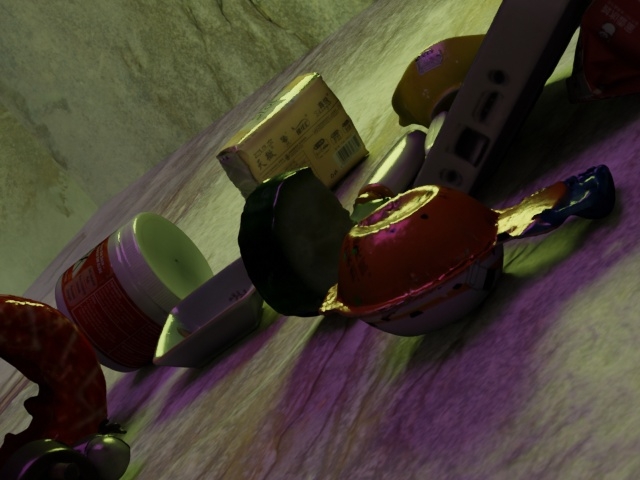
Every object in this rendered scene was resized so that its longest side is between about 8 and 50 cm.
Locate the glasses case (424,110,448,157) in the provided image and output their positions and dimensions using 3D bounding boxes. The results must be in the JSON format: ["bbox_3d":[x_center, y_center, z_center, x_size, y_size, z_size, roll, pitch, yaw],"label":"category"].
[{"bbox_3d":[0.174,-0.128,1.970,0.041,0.063,0.164,-34,15,21],"label":"glasses case"}]

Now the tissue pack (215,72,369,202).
[{"bbox_3d":[-0.045,-0.143,2.393,0.222,0.186,0.090,-46,26,-22],"label":"tissue pack"}]

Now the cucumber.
[{"bbox_3d":[-0.006,0.007,1.804,0.191,0.191,0.130,-48,14,-28],"label":"cucumber"}]

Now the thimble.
[{"bbox_3d":[-0.483,0.242,2.084,0.350,0.350,0.230,-44,15,-10],"label":"thimble"}]

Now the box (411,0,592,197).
[{"bbox_3d":[0.256,-0.242,1.781,0.373,0.090,0.367,-56,-8,-46],"label":"box"}]

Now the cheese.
[{"bbox_3d":[0.144,0.003,1.487,0.329,0.129,0.217,-24,15,19],"label":"cheese"}]

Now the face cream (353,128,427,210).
[{"bbox_3d":[0.105,-0.095,2.088,0.072,0.051,0.182,-23,23,44],"label":"face cream"}]

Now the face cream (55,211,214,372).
[{"bbox_3d":[-0.295,0.085,2.327,0.187,0.201,0.201,-37,13,20],"label":"face cream"}]

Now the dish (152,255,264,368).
[{"bbox_3d":[-0.131,0.100,2.087,0.234,0.064,0.154,-37,19,23],"label":"dish"}]

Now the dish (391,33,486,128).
[{"bbox_3d":[0.190,-0.205,2.065,0.208,0.149,0.080,-44,40,32],"label":"dish"}]

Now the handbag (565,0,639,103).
[{"bbox_3d":[0.392,-0.272,1.662,0.298,0.151,0.171,-54,2,6],"label":"handbag"}]

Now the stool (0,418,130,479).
[{"bbox_3d":[-0.319,0.311,1.860,0.217,0.125,0.121,-28,21,-35],"label":"stool"}]
